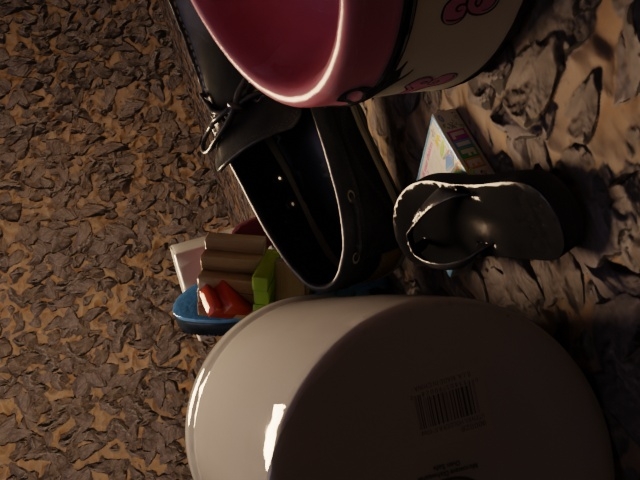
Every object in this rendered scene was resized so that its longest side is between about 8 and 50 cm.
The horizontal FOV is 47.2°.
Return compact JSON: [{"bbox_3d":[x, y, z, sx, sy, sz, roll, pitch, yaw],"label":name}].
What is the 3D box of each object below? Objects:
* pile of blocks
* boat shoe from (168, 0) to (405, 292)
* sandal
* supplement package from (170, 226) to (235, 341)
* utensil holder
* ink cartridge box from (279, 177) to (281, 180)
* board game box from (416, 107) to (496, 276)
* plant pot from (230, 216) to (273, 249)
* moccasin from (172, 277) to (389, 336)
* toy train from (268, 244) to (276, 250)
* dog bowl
[{"bbox_3d":[-0.010,0.110,0.986,0.149,0.362,0.112,-62,4,28],"label":"pile of blocks"},{"bbox_3d":[-0.059,-0.157,0.900,0.187,0.156,0.500,-25,95,41],"label":"boat shoe"},{"bbox_3d":[0.125,-0.015,0.660,0.097,0.054,0.254,60,160,-5],"label":"sandal"},{"bbox_3d":[-0.132,0.059,1.457,0.175,0.293,0.177,-159,54,-75],"label":"supplement package"},{"bbox_3d":[0.049,0.214,0.746,0.385,0.328,0.327,164,90,-72],"label":"utensil holder"},{"bbox_3d":[-0.096,-0.250,1.442,0.239,0.060,0.275,91,160,-59],"label":"ink cartridge box"},{"bbox_3d":[0.135,-0.045,0.754,0.154,0.026,0.103,93,156,-58],"label":"board game box"},{"bbox_3d":[-0.057,0.066,1.296,0.201,0.201,0.180,-129,36,-61],"label":"plant pot"},{"bbox_3d":[-0.061,0.118,1.139,0.137,0.342,0.116,-76,-25,-48],"label":"moccasin"},{"bbox_3d":[0.000,0.000,1.077,0.080,0.184,0.105,51,-173,-40],"label":"toy train"},{"bbox_3d":[-0.015,-0.292,0.594,0.408,0.150,0.408,50,156,31],"label":"dog bowl"}]
